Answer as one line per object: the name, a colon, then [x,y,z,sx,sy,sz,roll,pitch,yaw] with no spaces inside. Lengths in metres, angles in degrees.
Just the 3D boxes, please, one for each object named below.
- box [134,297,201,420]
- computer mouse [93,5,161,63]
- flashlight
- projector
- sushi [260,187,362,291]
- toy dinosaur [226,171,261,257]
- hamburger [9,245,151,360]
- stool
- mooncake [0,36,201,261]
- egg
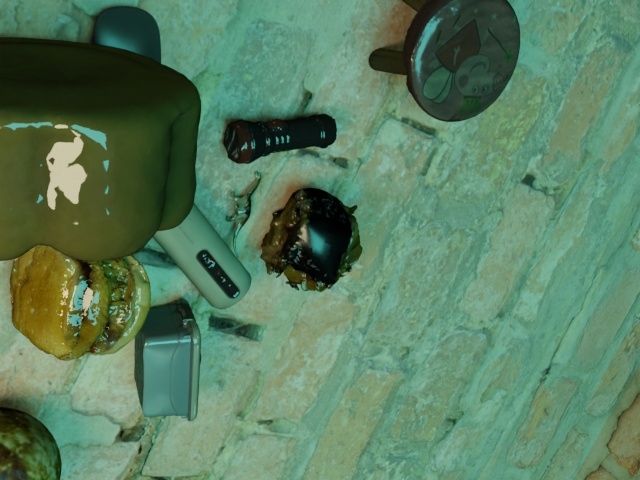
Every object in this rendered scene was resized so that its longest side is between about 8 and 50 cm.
box: [-0.308,0.245,1.685,0.130,0.162,0.227,-2,116,-21]
computer mouse: [-0.341,-0.290,1.446,0.120,0.057,0.232,-5,116,-30]
flashlight: [-0.074,-0.209,1.640,0.232,0.093,0.093,-14,121,-29]
projector: [-0.260,-0.006,1.614,0.108,0.108,0.337,-41,128,-8]
sushi: [-0.004,0.004,1.741,0.204,0.213,0.200,23,123,-25]
toy dinosaur: [-0.167,-0.056,1.692,0.058,0.037,0.180,12,106,-31]
hamburger: [-0.437,0.097,1.488,0.163,0.244,0.244,-6,119,-54]
stool: [0.253,-0.393,1.692,0.272,0.178,0.272,-15,121,-26]
mooncake: [-0.411,-0.139,1.224,0.467,0.467,0.262,-4,115,-31]
egg: [-0.628,0.430,1.522,0.289,0.238,0.238,-4,116,-21]
